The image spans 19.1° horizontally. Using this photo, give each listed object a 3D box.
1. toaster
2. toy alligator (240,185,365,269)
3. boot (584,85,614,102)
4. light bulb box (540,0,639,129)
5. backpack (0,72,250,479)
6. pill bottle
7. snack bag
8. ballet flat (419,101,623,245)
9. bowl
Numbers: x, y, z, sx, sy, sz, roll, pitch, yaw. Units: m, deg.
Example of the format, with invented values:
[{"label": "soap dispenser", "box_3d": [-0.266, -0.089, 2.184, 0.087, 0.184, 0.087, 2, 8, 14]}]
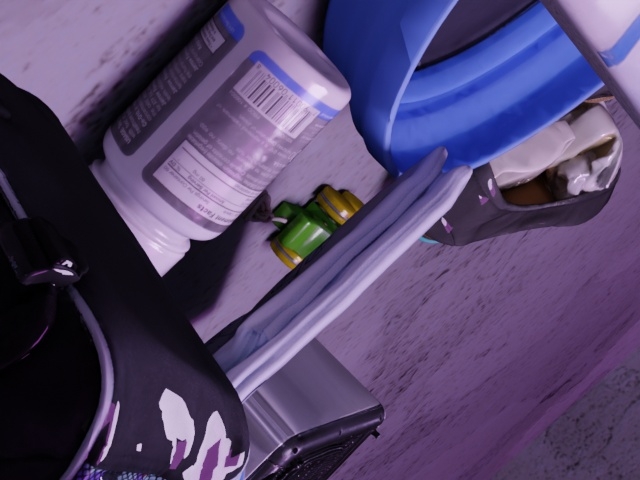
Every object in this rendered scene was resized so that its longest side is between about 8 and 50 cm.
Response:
[{"label": "toaster", "box_3d": [-0.066, 0.164, 1.431, 0.168, 0.110, 0.185, -49, 163, 22]}, {"label": "toy alligator", "box_3d": [0.000, 0.000, 1.259, 0.056, 0.051, 0.189, -45, 164, 12]}, {"label": "boot", "box_3d": [0.207, -0.130, 1.297, 0.137, 0.077, 0.198, -20, 171, -42]}, {"label": "light bulb box", "box_3d": [0.171, -0.222, 0.537, 0.358, 0.225, 0.361, -35, 151, 11]}, {"label": "backpack", "box_3d": [-0.172, 0.073, 0.725, 0.253, 0.225, 0.191, -40, 151, 6]}, {"label": "pill bottle", "box_3d": [-0.057, -0.050, 0.942, 0.137, 0.078, 0.078, -45, 164, 13]}, {"label": "snack bag", "box_3d": [-0.091, 0.104, 1.079, 0.342, 0.037, 0.323, -43, -178, -32]}, {"label": "ballet flat", "box_3d": [0.168, -0.055, 1.411, 0.096, 0.095, 0.280, -37, 170, 37]}, {"label": "bowl", "box_3d": [0.160, -0.194, 1.079, 0.391, 0.077, 0.391, -38, 164, -13]}]
